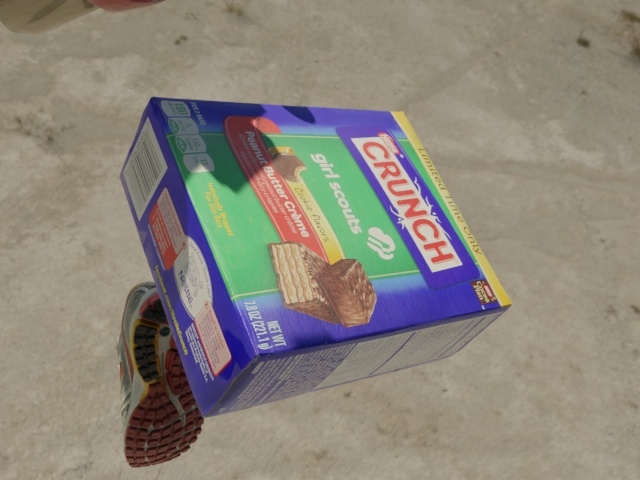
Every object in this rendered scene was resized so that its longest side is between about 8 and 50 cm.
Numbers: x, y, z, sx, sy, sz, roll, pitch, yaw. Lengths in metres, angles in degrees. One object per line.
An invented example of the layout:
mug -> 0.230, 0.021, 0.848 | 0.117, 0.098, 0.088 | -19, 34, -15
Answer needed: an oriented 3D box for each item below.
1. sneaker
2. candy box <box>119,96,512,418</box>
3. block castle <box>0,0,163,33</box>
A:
sneaker -> -0.179, 0.149, 0.737 | 0.088, 0.225, 0.093 | -2, 22, -30
candy box -> 0.000, 0.000, 0.667 | 0.317, 0.122, 0.268 | -4, 58, -39
block castle -> -0.259, -0.412, 0.486 | 0.453, 0.213, 0.303 | 46, 43, -44
